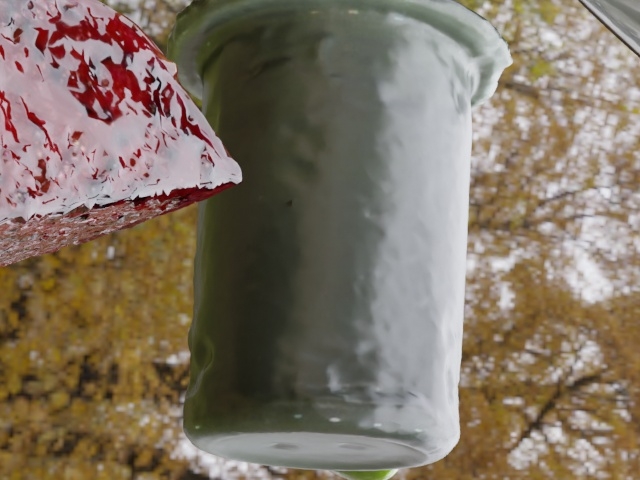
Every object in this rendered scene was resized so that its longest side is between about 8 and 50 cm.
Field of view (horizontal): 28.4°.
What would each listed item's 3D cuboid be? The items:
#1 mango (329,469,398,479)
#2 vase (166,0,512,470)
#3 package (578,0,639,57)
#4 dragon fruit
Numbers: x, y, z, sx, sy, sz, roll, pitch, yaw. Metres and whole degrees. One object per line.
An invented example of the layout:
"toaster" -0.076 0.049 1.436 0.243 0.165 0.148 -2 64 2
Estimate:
"mango" 0.028 0.168 1.053 0.108 0.056 0.073 8 -49 58
"vase" 0.000 0.000 0.857 0.245 0.245 0.291 -23 -123 53
"package" 0.319 -0.275 1.035 0.165 0.311 0.221 17 -106 57
"dragon fruit" -0.224 -0.047 0.628 0.205 0.317 0.152 -23 -94 35
